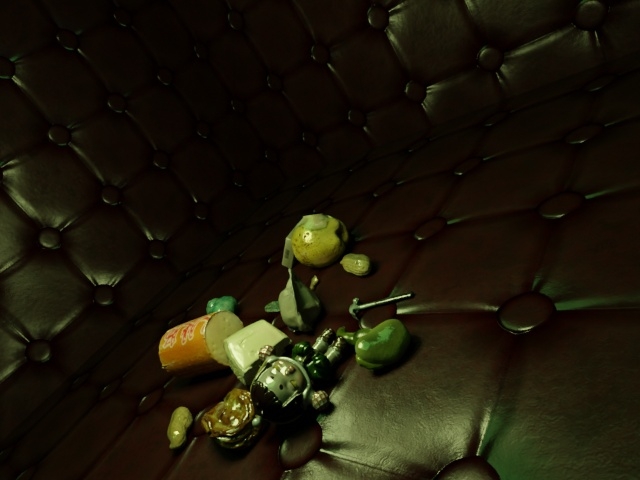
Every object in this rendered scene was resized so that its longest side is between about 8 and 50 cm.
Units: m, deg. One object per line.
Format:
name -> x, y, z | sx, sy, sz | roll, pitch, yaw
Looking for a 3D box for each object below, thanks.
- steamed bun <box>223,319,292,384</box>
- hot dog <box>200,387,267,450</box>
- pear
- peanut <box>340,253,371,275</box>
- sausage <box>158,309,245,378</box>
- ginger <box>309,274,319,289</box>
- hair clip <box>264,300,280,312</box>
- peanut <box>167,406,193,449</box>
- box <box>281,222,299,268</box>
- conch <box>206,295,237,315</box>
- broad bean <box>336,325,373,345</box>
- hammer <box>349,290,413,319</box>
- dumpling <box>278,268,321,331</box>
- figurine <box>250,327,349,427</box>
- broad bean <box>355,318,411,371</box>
steamed bun -> -0.227, 0.412, 1.650 | 0.226, 0.170, 0.200 | -27, 48, -28
hot dog -> -0.289, 0.561, 1.435 | 0.175, 0.114, 0.259 | -45, 24, -29
pear -> 0.000, 0.000, 2.097 | 0.271, 0.271, 0.271 | -29, 21, 13
peanut -> 0.148, 0.095, 1.852 | 0.093, 0.083, 0.194 | -39, 21, -14
sausage -> -0.480, 0.429, 1.848 | 0.287, 0.233, 0.233 | -21, 25, 28
ginger -> -0.024, 0.185, 1.988 | 0.048, 0.030, 0.097 | -56, 10, 23
hair clip -> -0.167, 0.283, 1.973 | 0.229, 0.036, 0.066 | -21, 19, 46
peanut -> -0.495, 0.660, 1.586 | 0.080, 0.080, 0.174 | -31, 24, 8
box -> -0.132, 0.029, 2.281 | 0.058, 0.201, 0.141 | 24, 43, 11
conch -> -0.485, 0.348, 2.161 | 0.196, 0.134, 0.202 | -40, 22, -18
broad bean -> 0.128, 0.313, 1.450 | 0.214, 0.048, 0.070 | -1, 43, 48
hammer -> 0.210, 0.220, 1.571 | 0.247, 0.029, 0.103 | -19, 25, 31
dumpling -> -0.102, 0.238, 1.748 | 0.163, 0.204, 0.293 | -40, 27, 17
figurine -> -0.069, 0.415, 1.378 | 0.281, 0.167, 0.370 | 33, 52, 29
broad bean -> 0.181, 0.307, 1.316 | 0.175, 0.082, 0.124 | -32, 54, 4
